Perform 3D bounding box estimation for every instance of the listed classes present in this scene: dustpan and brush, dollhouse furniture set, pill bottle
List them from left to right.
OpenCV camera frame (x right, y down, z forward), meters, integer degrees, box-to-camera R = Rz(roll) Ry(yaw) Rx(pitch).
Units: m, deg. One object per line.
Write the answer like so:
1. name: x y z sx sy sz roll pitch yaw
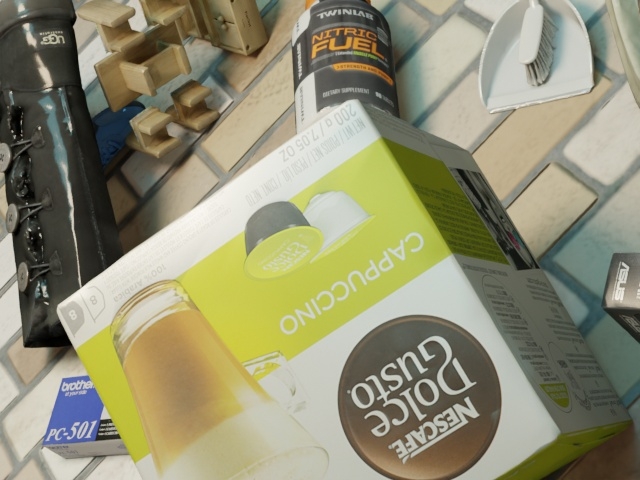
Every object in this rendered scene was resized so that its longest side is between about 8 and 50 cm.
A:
1. dollhouse furniture set: -0.223 -0.276 1.974 0.242 0.212 0.161 -38 39 -28
2. pill bottle: 0.029 -0.215 1.779 0.130 0.130 0.246 -24 48 24
3. dustpan and brush: 0.256 -0.266 1.678 0.147 0.060 0.211 -10 57 34

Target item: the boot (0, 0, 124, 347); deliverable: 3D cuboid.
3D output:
1. boot: -0.395 -0.066 1.940 0.367 0.146 0.445 -31 72 60

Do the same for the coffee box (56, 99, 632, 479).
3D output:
1. coffee box: 0.037 0.119 1.305 0.337 0.338 0.334 -34 74 15

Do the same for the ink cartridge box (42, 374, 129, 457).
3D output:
1. ink cartridge box: -0.248 0.214 1.757 0.207 0.046 0.097 -10 54 34

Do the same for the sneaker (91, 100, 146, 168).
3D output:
1. sneaker: -0.328 -0.119 2.049 0.209 0.069 0.082 -35 56 15

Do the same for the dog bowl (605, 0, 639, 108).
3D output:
1. dog bowl: 0.359 -0.341 1.433 0.150 0.408 0.408 -13 51 9

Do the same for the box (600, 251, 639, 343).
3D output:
1. box: 0.374 0.082 1.216 0.183 0.231 0.056 0 64 39
